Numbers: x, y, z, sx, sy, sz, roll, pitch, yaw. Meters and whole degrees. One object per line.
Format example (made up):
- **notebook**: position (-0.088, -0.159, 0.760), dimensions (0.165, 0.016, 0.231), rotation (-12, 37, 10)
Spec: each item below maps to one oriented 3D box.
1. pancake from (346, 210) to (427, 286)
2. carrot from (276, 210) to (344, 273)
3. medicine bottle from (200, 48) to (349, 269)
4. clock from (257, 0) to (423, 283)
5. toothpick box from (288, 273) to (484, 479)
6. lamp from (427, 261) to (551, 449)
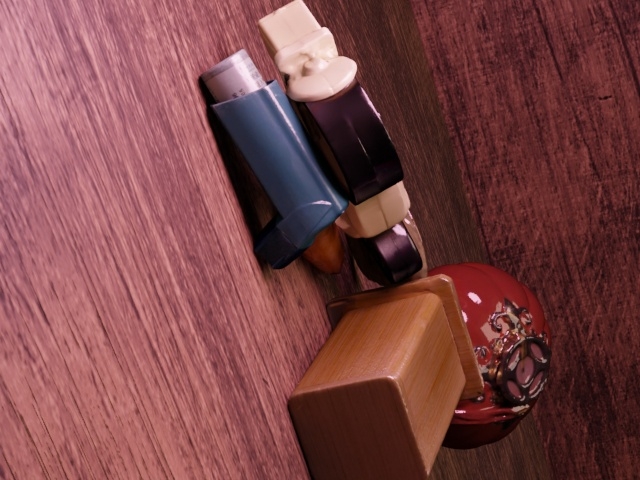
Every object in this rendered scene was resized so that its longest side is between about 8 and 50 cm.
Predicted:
- **pancake**: position (0.090, -0.007, 1.843), dimensions (0.222, 0.042, 0.236), rotation (91, -25, -44)
- **carrot**: position (0.000, 0.000, 1.672), dimensions (0.205, 0.072, 0.072), rotation (59, 22, -61)
- **medicine bottle**: position (-0.064, -0.098, 1.471), dimensions (0.258, 0.124, 0.079), rotation (60, 25, -11)
- **clock**: position (0.034, -0.120, 1.606), dimensions (0.276, 0.120, 0.379), rotation (59, -6, 28)
- **toothpick box**: position (0.082, 0.192, 1.594), dimensions (0.308, 0.190, 0.187), rotation (-48, 123, -66)
- **lamp**: position (0.235, 0.185, 1.965), dimensions (0.303, 0.257, 0.303), rotation (-8, 102, -40)
